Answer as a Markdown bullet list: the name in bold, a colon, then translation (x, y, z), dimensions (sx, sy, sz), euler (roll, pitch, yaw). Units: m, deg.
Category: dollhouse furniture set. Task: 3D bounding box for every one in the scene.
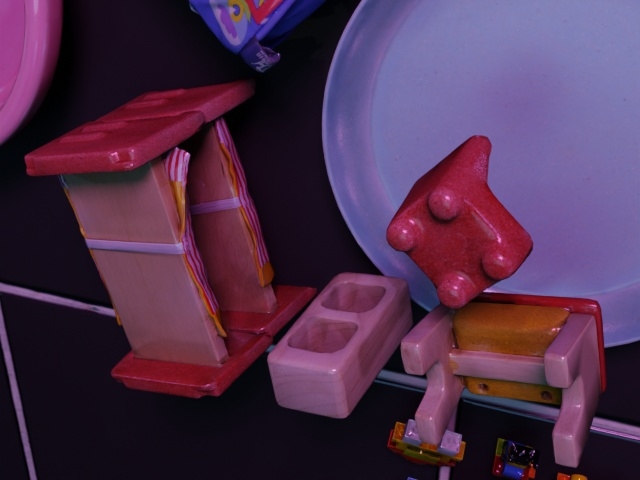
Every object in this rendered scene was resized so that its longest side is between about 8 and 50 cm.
- **dollhouse furniture set**: translation (0.000, 0.000, 0.542), dimensions (0.373, 0.152, 0.201), euler (2, 119, 30)

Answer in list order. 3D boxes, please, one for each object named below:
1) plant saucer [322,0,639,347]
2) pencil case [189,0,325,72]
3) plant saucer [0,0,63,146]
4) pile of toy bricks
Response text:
- **plant saucer**: translation (0.156, -0.069, 0.541), dimensions (0.317, 0.044, 0.318), euler (9, 119, 17)
- **pencil case**: translation (-0.103, -0.255, 0.507), dimensions (0.306, 0.119, 0.133), euler (46, 134, -5)
- **plant saucer**: translation (-0.343, -0.229, 0.639), dimensions (0.331, 0.084, 0.332), euler (10, 119, 17)
- **pile of toy bricks**: translation (0.153, 0.239, 0.676), dimensions (0.212, 0.118, 0.105), euler (16, 153, 4)
